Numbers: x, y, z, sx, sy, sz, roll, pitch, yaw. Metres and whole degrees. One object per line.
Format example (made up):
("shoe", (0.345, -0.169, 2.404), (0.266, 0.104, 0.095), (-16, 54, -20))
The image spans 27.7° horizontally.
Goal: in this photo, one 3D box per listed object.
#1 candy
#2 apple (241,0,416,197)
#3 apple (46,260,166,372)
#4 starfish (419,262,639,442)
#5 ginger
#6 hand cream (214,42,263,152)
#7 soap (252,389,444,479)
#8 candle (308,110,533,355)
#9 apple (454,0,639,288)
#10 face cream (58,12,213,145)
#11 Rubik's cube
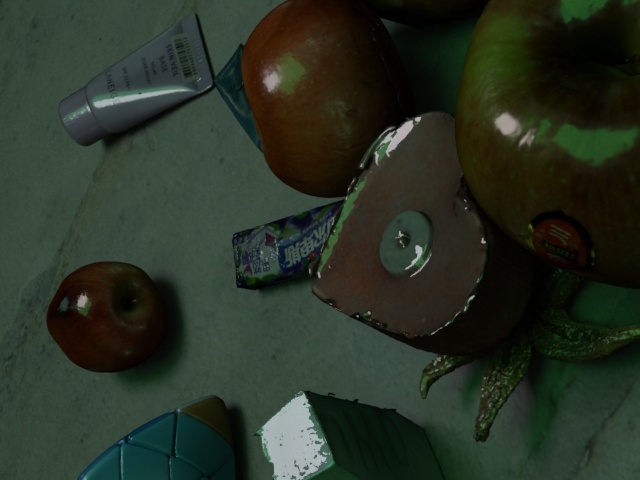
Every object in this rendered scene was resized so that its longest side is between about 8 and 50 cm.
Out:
("candy", (0.000, 0.000, 1.829), (0.312, 0.061, 0.088), (-15, 72, 38))
("apple", (0.002, -0.194, 1.742), (0.206, 0.272, 0.251), (-22, 49, -10))
("apple", (-0.336, 0.120, 2.024), (0.199, 0.199, 0.199), (-12, 71, 39))
("starfish", (0.248, 0.108, 1.577), (0.302, 0.060, 0.299), (-53, 47, 9))
("ginger", (0.124, -0.376, 1.757), (0.321, 0.172, 0.165), (15, 64, 27))
("hand cream", (-0.104, -0.210, 1.992), (0.083, 0.048, 0.224), (-51, 46, 23))
("soap", (0.040, 0.271, 1.607), (0.091, 0.230, 0.145), (-42, 55, 26))
("candle", (0.123, 0.018, 1.602), (0.287, 0.131, 0.317), (-34, 45, 27))
("apple", (0.343, -0.136, 1.399), (0.400, 0.333, 0.400), (-9, 67, 21))
("face cream", (-0.302, -0.254, 2.154), (0.274, 0.096, 0.154), (-27, 58, 19))
("Rubik's cube", (-0.186, 0.342, 1.857), (0.254, 0.254, 0.254), (-12, 71, 39))
